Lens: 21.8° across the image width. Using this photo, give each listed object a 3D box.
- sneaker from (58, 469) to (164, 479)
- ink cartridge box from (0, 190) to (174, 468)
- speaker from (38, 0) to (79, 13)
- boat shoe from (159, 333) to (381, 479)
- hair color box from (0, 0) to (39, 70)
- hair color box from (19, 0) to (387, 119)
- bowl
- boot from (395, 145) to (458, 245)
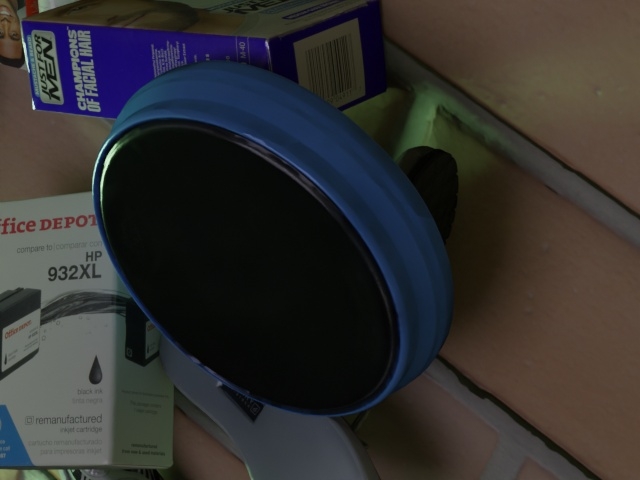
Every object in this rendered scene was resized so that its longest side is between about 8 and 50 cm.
[{"bbox_3d":[-0.287,0.311,2.079,0.210,0.137,0.366,-35,88,40],"label":"sneaker"},{"bbox_3d":[-0.290,0.107,1.901,0.223,0.129,0.307,-5,79,29],"label":"ink cartridge box"},{"bbox_3d":[-0.295,-0.241,1.909,0.055,0.055,0.136,15,117,35],"label":"speaker"},{"bbox_3d":[-0.024,0.213,1.822,0.367,0.156,0.136,43,105,34],"label":"boat shoe"},{"bbox_3d":[-0.355,-0.276,1.951,0.072,0.043,0.141,15,118,33],"label":"hair color box"},{"bbox_3d":[-0.122,-0.190,1.700,0.339,0.185,0.110,7,113,37],"label":"hair color box"},{"bbox_3d":[-0.058,0.011,1.606,0.391,0.077,0.391,23,138,23],"label":"bowl"},{"bbox_3d":[0.000,0.000,1.725,0.223,0.118,0.338,38,129,23],"label":"boot"}]
